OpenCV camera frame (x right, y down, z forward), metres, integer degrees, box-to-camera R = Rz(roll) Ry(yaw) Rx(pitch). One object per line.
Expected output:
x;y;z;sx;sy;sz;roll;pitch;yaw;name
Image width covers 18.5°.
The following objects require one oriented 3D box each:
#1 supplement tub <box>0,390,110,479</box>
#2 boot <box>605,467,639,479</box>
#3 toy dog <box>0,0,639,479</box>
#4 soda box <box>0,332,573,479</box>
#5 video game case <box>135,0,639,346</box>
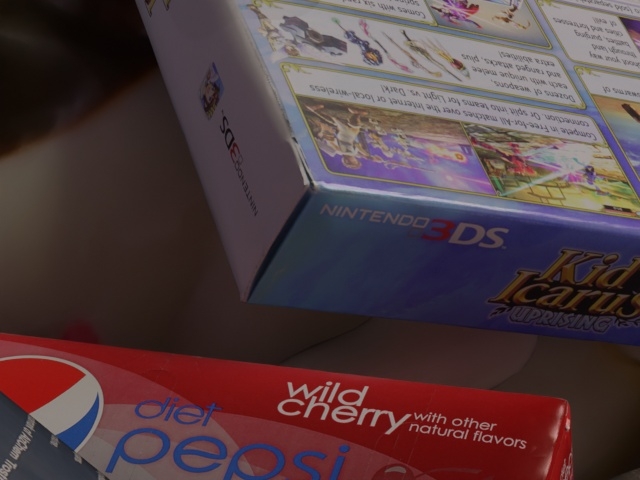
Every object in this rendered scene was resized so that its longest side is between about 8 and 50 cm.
-0.104;0.145;0.510;0.272;0.191;0.191;41;18;-7;supplement tub
0.039;0.205;0.661;0.091;0.229;0.263;84;-10;-61;boot
0.000;0.000;0.878;0.408;0.284;0.395;19;55;-20;toy dog
-0.053;0.093;0.636;0.263;0.092;0.083;6;41;16;soda box
0.063;-0.067;0.763;0.269;0.061;0.244;8;40;-30;video game case
